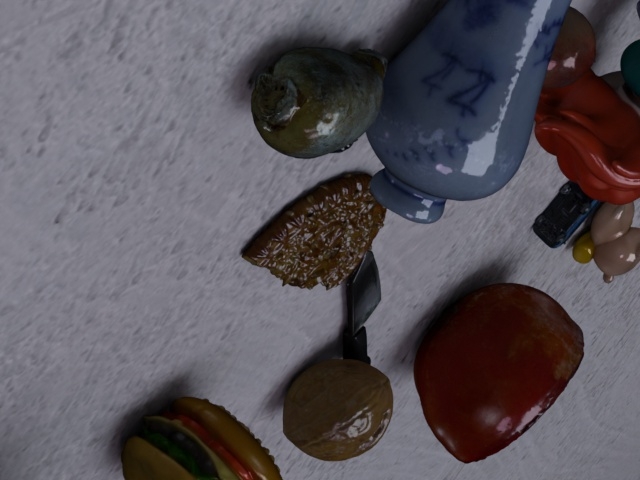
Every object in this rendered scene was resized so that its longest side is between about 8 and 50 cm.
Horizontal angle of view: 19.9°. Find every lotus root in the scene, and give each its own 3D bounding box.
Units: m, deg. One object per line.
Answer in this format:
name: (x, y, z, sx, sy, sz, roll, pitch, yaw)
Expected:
lotus root: (0.004, -0.105, 1.367, 0.088, 0.088, 0.165, -55, 167, 26)

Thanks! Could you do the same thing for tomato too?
tomato: (0.189, 0.131, 2.080, 0.200, 0.139, 0.233, -41, -165, 12)

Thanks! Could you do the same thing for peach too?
peach: (0.203, -0.171, 1.611, 0.083, 0.083, 0.083, -37, 158, -17)

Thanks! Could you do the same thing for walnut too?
walnut: (0.019, 0.174, 1.887, 0.124, 0.105, 0.105, -33, 161, 8)

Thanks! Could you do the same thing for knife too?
knife: (0.044, 0.068, 1.857, 0.060, 0.028, 0.230, -49, 160, -23)

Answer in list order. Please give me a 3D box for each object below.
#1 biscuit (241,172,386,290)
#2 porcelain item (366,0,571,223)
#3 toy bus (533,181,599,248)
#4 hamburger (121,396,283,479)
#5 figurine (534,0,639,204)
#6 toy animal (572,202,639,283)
biscuit: (0.010, -0.007, 1.633, 0.126, 0.025, 0.206, -49, 159, 11)
porcelain item: (0.124, -0.134, 1.461, 0.141, 0.141, 0.259, -11, 134, -56)
toy bus: (0.283, -0.032, 2.079, 0.083, 0.038, 0.046, -53, 161, 23)
hamburger: (-0.108, 0.220, 1.678, 0.115, 0.162, 0.162, -44, 160, -20)
figurine: (0.301, -0.138, 1.749, 0.208, 0.181, 0.257, -77, -167, -50)
toy animal: (0.372, -0.004, 2.236, 0.091, 0.082, 0.114, -25, 152, -44)
